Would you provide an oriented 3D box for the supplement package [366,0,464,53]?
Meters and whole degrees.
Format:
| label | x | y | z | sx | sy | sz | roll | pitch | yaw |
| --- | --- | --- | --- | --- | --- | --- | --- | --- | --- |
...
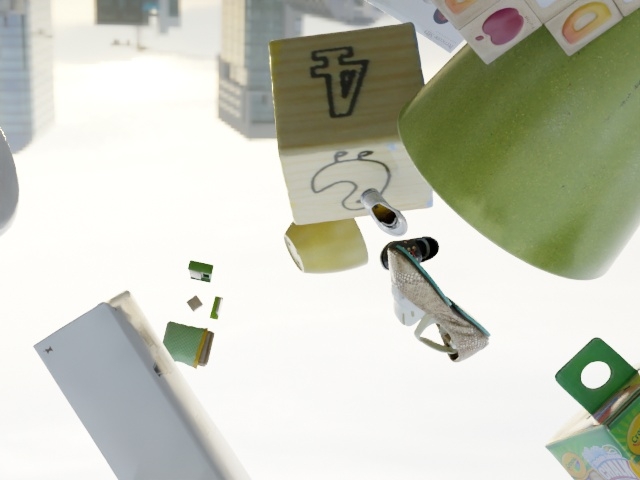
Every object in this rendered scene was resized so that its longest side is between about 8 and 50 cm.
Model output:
| label | x | y | z | sx | sy | sz | roll | pitch | yaw |
| --- | --- | --- | --- | --- | --- | --- | --- | --- | --- |
| supplement package | 0.182 | -0.432 | 1.542 | 0.194 | 0.203 | 0.149 | 23 | -142 | -32 |

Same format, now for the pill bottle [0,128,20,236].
| label | x | y | z | sx | sy | sz | roll | pitch | yaw |
| --- | --- | --- | --- | --- | --- | --- | --- | --- | --- |
| pill bottle | -0.544 | -0.029 | 1.087 | 0.392 | 0.224 | 0.224 | -24 | -168 | 12 |

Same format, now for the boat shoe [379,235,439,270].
| label | x | y | z | sx | sy | sz | roll | pitch | yaw |
| --- | --- | --- | --- | --- | --- | --- | --- | --- | --- |
| boat shoe | 0.147 | 0.019 | 1.707 | 0.042 | 0.049 | 0.133 | -10 | -177 | 43 |

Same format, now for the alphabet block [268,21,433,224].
| label | x | y | z | sx | sy | sz | roll | pitch | yaw |
| --- | --- | --- | --- | --- | --- | --- | --- | --- | --- |
| alphabet block | 0.043 | -0.155 | 1.381 | 0.197 | 0.192 | 0.193 | -8 | -120 | 2 |

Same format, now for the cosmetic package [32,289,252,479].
| label | x | y | z | sx | sy | sz | roll | pitch | yaw |
| --- | --- | --- | --- | --- | --- | --- | --- | --- | --- |
| cosmetic package | -0.096 | 0.150 | 0.696 | 0.060 | 0.239 | 0.099 | -32 | -177 | 1 |

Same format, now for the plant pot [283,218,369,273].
| label | x | y | z | sx | sy | sz | roll | pitch | yaw |
| --- | --- | --- | --- | --- | --- | --- | --- | --- | --- |
| plant pot | 0.000 | 0.000 | 1.584 | 0.095 | 0.134 | 0.134 | -28 | -156 | -13 |

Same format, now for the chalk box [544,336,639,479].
| label | x | y | z | sx | sy | sz | roll | pitch | yaw |
| --- | --- | --- | --- | --- | --- | --- | --- | --- | --- |
| chalk box | 0.309 | 0.184 | 0.936 | 0.132 | 0.213 | 0.132 | -38 | 173 | -21 |

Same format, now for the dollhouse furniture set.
| label | x | y | z | sx | sy | sz | roll | pitch | yaw |
| --- | --- | --- | --- | --- | --- | --- | --- | --- | --- |
| dollhouse furniture set | -0.190 | 0.111 | 1.534 | 0.076 | 0.152 | 0.058 | 13 | 164 | -1 |

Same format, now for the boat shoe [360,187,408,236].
| label | x | y | z | sx | sy | sz | roll | pitch | yaw |
| --- | --- | --- | --- | --- | --- | --- | --- | --- | --- |
| boat shoe | 0.087 | -0.028 | 1.318 | 0.035 | 0.100 | 0.035 | -35 | -134 | 7 |

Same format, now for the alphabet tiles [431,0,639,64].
| label | x | y | z | sx | sy | sz | roll | pitch | yaw |
| --- | --- | --- | --- | --- | --- | --- | --- | --- | --- |
| alphabet tiles | 0.228 | -0.275 | 0.767 | 0.285 | 0.342 | 0.011 | 32 | -151 | -50 |

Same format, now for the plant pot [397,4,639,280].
| label | x | y | z | sx | sy | sz | roll | pitch | yaw |
| --- | --- | --- | --- | --- | --- | --- | --- | --- | --- |
| plant pot | 0.271 | -0.158 | 1.014 | 0.274 | 0.293 | 0.275 | 26 | -148 | -18 |

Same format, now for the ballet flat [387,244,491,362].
| label | x | y | z | sx | sy | sz | roll | pitch | yaw |
| --- | --- | --- | --- | --- | --- | --- | --- | --- | --- |
| ballet flat | 0.128 | 0.085 | 1.207 | 0.206 | 0.067 | 0.073 | 43 | -177 | -34 |
